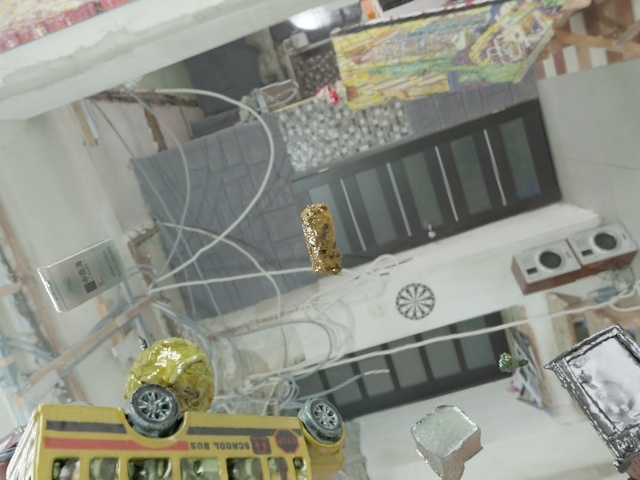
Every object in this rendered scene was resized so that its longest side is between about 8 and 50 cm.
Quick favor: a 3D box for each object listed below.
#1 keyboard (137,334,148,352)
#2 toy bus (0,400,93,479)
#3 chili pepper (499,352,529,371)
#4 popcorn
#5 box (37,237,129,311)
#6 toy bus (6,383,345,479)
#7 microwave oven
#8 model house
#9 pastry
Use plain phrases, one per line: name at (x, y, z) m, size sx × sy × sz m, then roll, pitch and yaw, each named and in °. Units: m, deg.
keyboard at (-0.435, 0.342, 1.249) m, size 0.063 × 0.010 × 0.198 m, roll 1°, pitch 107°, yaw 56°
toy bus at (-0.626, 0.503, 1.142) m, size 0.197 × 0.294 × 0.232 m, roll 48°, pitch 138°, yaw 29°
chili pepper at (0.470, 0.308, 1.190) m, size 0.117 × 0.055 × 0.035 m, roll 23°, pitch -146°, yaw -40°
popcorn at (-0.337, 0.339, 1.094) m, size 0.180 × 0.216 × 0.235 m, roll 24°, pitch -113°, yaw -40°
box at (-0.754, 0.106, 1.554) m, size 0.243 × 0.067 × 0.156 m, roll -36°, pitch -67°, yaw -53°
toy bus at (-0.117, 0.235, 0.488) m, size 0.335 × 0.121 × 0.123 m, roll 17°, pitch -151°, yaw -33°
microwave oven at (0.607, 0.322, 0.963) m, size 0.188 × 0.178 × 0.248 m, roll 40°, pitch -161°, yaw -35°
model house at (0.227, 0.365, 0.859) m, size 0.087 × 0.100 × 0.100 m, roll 33°, pitch 146°, yaw 53°
pastry at (0.000, 0.000, 0.876) m, size 0.080 × 0.056 × 0.141 m, roll 14°, pitch 120°, yaw 62°
